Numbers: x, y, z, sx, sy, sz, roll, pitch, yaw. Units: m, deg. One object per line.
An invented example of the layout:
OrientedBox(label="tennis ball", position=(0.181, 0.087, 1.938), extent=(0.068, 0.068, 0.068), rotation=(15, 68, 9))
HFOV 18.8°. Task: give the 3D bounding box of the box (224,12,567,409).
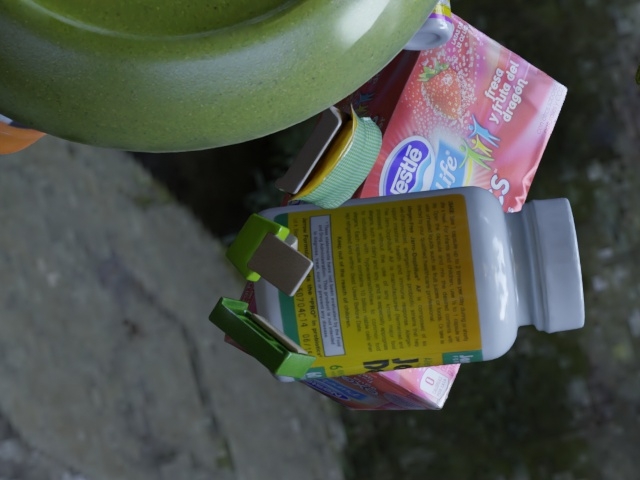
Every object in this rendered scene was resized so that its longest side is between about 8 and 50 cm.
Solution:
OrientedBox(label="box", position=(0.061, -0.022, 1.592), extent=(0.154, 0.142, 0.300), rotation=(-10, -126, 62))

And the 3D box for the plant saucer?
OrientedBox(label="plant saucer", position=(-0.058, -0.152, 0.683), extent=(0.037, 0.241, 0.241), rotation=(125, -50, -82))

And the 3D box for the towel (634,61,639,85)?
OrientedBox(label="towel", position=(0.241, -0.150, 1.178), extent=(0.237, 0.021, 0.102), rotation=(-24, 135, -66))

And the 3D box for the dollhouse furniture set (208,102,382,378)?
OrientedBox(label="dollhouse furniture set", position=(0.000, 0.000, 1.106), extent=(0.058, 0.151, 0.076), rotation=(36, 7, 24))

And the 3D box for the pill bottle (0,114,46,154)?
OrientedBox(label="pill bottle", position=(-0.085, -0.131, 0.866), extent=(0.130, 0.246, 0.130), rotation=(31, 43, -33))

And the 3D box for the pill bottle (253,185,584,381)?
OrientedBox(label="pill bottle", position=(0.064, 0.026, 1.276), extent=(0.117, 0.208, 0.117), rotation=(-7, 90, -87))

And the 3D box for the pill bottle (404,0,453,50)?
OrientedBox(label="pill bottle", position=(0.066, -0.176, 1.325), extent=(0.043, 0.043, 0.083), rotation=(51, 33, -71))
